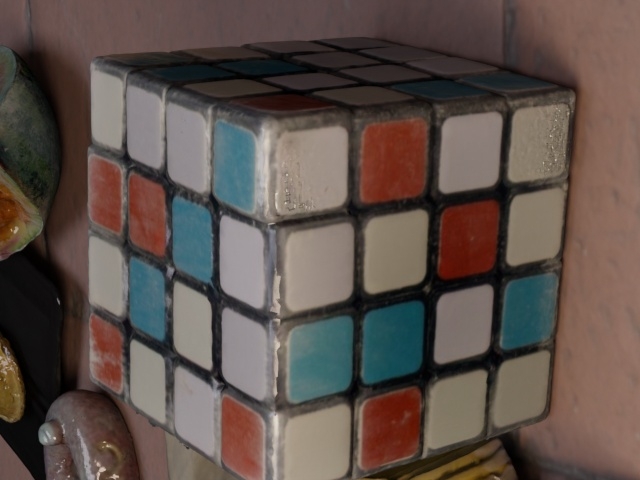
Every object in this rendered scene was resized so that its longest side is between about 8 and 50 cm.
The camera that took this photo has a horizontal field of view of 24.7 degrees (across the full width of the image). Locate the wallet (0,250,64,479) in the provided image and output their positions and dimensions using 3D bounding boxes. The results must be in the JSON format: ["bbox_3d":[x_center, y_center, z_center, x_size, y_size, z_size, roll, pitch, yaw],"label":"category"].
[{"bbox_3d":[-0.374,0.147,1.813,0.247,0.041,0.323,40,132,45],"label":"wallet"}]

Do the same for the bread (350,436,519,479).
[{"bbox_3d":[0.092,0.294,1.096,0.152,0.119,0.288,-11,88,59],"label":"bread"}]

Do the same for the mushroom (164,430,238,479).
[{"bbox_3d":[-0.081,0.244,1.314,0.122,0.159,0.329,-70,-2,-53],"label":"mushroom"}]

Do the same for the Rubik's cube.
[{"bbox_3d":[-0.001,0.001,1.037,0.259,0.256,0.253,25,118,50],"label":"Rubik's cube"}]

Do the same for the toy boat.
[{"bbox_3d":[-0.270,0.282,1.655,0.155,0.085,0.228,9,106,56],"label":"toy boat"}]

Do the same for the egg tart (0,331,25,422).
[{"bbox_3d":[-0.402,0.166,1.784,0.128,0.049,0.129,30,128,47],"label":"egg tart"}]

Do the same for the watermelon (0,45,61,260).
[{"bbox_3d":[-0.371,-0.099,1.683,0.321,0.175,0.188,-3,51,50],"label":"watermelon"}]
